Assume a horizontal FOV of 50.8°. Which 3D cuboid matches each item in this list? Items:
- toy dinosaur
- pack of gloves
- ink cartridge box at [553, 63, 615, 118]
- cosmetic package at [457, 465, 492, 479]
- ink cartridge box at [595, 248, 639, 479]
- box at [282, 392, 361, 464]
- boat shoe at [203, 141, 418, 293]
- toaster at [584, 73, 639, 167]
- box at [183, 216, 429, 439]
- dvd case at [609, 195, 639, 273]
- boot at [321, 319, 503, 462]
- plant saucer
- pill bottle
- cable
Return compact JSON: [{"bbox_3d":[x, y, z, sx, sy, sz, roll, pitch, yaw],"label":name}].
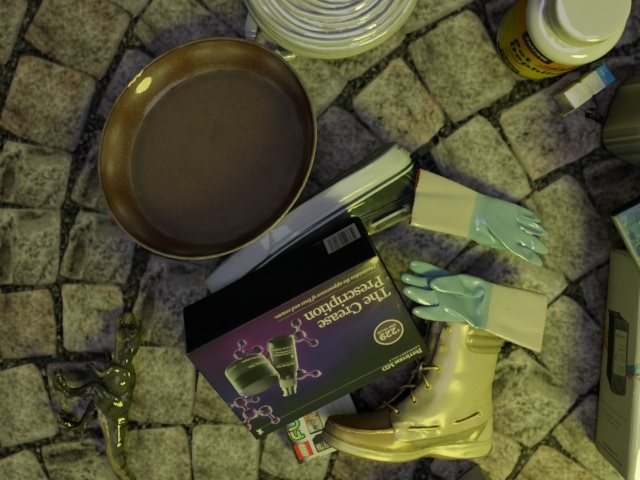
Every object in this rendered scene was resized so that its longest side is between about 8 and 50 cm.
[{"bbox_3d":[-0.325,0.237,0.988,0.118,0.064,0.268,4,100,-6],"label":"toy dinosaur"},{"bbox_3d":[0.209,0.031,0.926,0.232,0.046,0.195,18,75,-18],"label":"pack of gloves"},{"bbox_3d":[0.356,-0.205,0.930,0.083,0.048,0.028,-37,94,4],"label":"ink cartridge box"},{"bbox_3d":[0.216,0.457,0.954,0.184,0.151,0.151,-41,94,4],"label":"cosmetic package"},{"bbox_3d":[0.519,0.170,0.928,0.226,0.131,0.306,2,95,1],"label":"ink cartridge box"},{"bbox_3d":[-0.020,0.212,0.989,0.114,0.036,0.207,-21,95,3],"label":"box"},{"bbox_3d":[0.000,0.000,0.923,0.335,0.121,0.119,-33,97,5],"label":"boat shoe"},{"bbox_3d":[0.482,-0.152,0.885,0.227,0.146,0.129,19,95,-1],"label":"toaster"},{"bbox_3d":[-0.018,0.118,0.877,0.261,0.103,0.184,-28,125,4],"label":"box"},{"bbox_3d":[0.493,0.031,0.828,0.180,0.022,0.253,-29,98,5],"label":"dvd case"},{"bbox_3d":[0.134,0.197,0.936,0.262,0.095,0.203,5,96,-18],"label":"boot"},{"bbox_3d":[-0.150,-0.123,0.905,0.311,0.050,0.310,-3,77,15],"label":"plant saucer"},{"bbox_3d":[0.300,-0.271,0.841,0.117,0.215,0.117,0,96,1],"label":"pill bottle"},{"bbox_3d":[0.013,-0.375,0.898,0.257,0.089,0.257,-5,96,2],"label":"cable"}]
